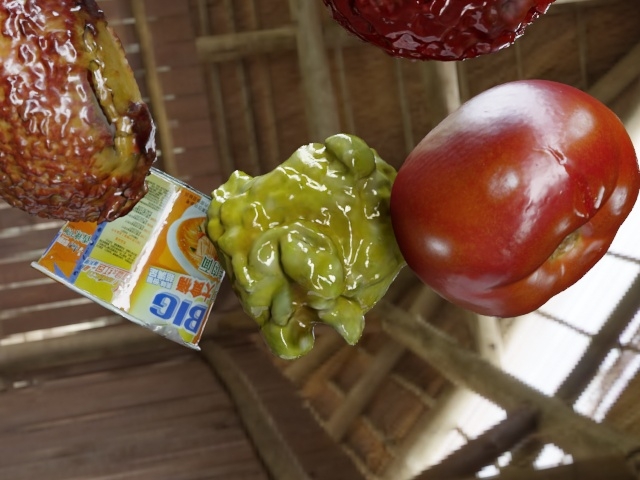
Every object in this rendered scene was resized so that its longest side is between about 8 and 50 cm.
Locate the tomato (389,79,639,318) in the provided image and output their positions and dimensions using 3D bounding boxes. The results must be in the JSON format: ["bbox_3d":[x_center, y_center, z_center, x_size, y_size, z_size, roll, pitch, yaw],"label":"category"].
[{"bbox_3d":[0.216,-0.050,1.333,0.226,0.299,0.298,43,-31,28],"label":"tomato"}]

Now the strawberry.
[{"bbox_3d":[0.142,-0.310,1.140,0.292,0.310,0.291,-8,-100,47],"label":"strawberry"}]

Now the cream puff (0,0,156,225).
[{"bbox_3d":[-0.334,-0.165,1.350,0.350,0.229,0.350,57,-15,25],"label":"cream puff"}]

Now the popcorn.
[{"bbox_3d":[0.000,0.000,1.436,0.241,0.250,0.235,56,18,-16],"label":"popcorn"}]

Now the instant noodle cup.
[{"bbox_3d":[-0.266,0.010,1.753,0.214,0.296,0.296,-64,-170,-5],"label":"instant noodle cup"}]
